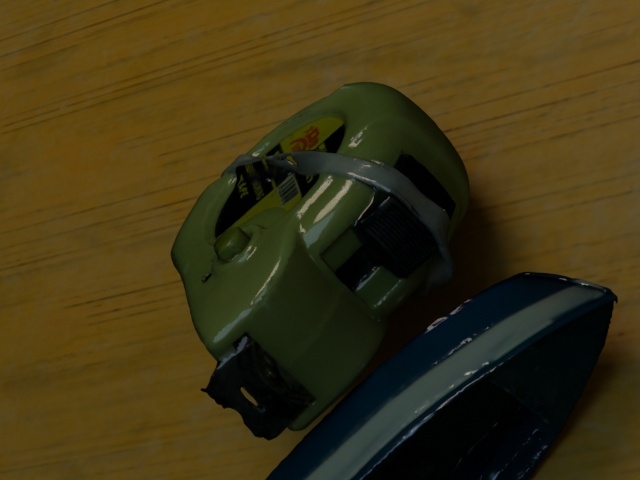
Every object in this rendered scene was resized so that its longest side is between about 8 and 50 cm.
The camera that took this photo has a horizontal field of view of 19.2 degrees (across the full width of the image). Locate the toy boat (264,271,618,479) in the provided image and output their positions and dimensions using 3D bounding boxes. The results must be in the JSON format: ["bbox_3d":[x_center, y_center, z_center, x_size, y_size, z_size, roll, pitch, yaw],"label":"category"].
[{"bbox_3d":[0.033,0.124,0.952,0.299,0.096,0.062,-47,39,7],"label":"toy boat"}]

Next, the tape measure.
[{"bbox_3d":[0.000,0.000,1.015,0.175,0.106,0.200,-42,20,3],"label":"tape measure"}]
